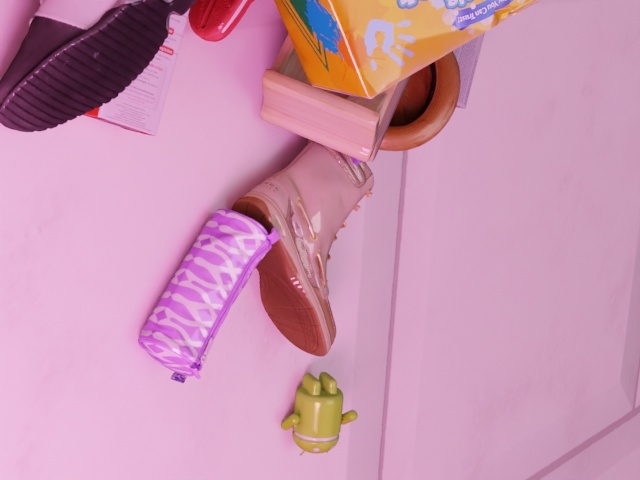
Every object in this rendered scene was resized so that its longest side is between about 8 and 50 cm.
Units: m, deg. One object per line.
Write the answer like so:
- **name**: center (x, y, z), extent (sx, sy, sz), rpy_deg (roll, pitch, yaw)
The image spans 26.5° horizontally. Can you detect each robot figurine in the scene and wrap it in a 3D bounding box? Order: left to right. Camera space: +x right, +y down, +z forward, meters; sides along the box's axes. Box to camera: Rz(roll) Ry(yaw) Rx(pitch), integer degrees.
- **robot figurine**: center (-0.004, 0.240, 1.862), extent (0.101, 0.067, 0.115), rpy_deg (-1, 105, -27)

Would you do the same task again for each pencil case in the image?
- **pencil case**: center (-0.134, 0.062, 1.597), extent (0.206, 0.088, 0.086), rpy_deg (-63, 146, -20)

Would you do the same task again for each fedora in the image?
- **fedora**: center (0.090, -0.205, 1.798), extent (0.079, 0.194, 0.194), rpy_deg (125, -10, -75)

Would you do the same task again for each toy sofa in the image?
- **toy sofa**: center (0.062, -0.286, 1.689), extent (0.177, 0.150, 0.362), rpy_deg (97, 17, -75)

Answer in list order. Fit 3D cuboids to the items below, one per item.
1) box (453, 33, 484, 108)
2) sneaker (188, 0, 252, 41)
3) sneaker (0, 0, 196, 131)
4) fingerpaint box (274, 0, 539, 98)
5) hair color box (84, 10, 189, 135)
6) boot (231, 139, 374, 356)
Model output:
- **box**: center (0.160, -0.263, 1.911), extent (0.137, 0.072, 0.126), rpy_deg (14, 91, -56)
- **sneaker**: center (-0.063, -0.302, 1.570), extent (0.128, 0.087, 0.221), rpy_deg (44, 67, -50)
- **sneaker**: center (-0.217, -0.253, 1.343), extent (0.330, 0.146, 0.122), rpy_deg (-45, 157, 3)
- **fingerpaint box**: center (0.129, -0.422, 1.477), extent (0.445, 0.163, 0.371), rpy_deg (-32, 114, -16)
- **hair color box**: center (-0.200, -0.204, 1.438), extent (0.093, 0.053, 0.167), rpy_deg (16, 90, -54)
- **boot**: center (0.000, 0.000, 1.759), extent (0.203, 0.095, 0.262), rpy_deg (-48, 129, -36)
